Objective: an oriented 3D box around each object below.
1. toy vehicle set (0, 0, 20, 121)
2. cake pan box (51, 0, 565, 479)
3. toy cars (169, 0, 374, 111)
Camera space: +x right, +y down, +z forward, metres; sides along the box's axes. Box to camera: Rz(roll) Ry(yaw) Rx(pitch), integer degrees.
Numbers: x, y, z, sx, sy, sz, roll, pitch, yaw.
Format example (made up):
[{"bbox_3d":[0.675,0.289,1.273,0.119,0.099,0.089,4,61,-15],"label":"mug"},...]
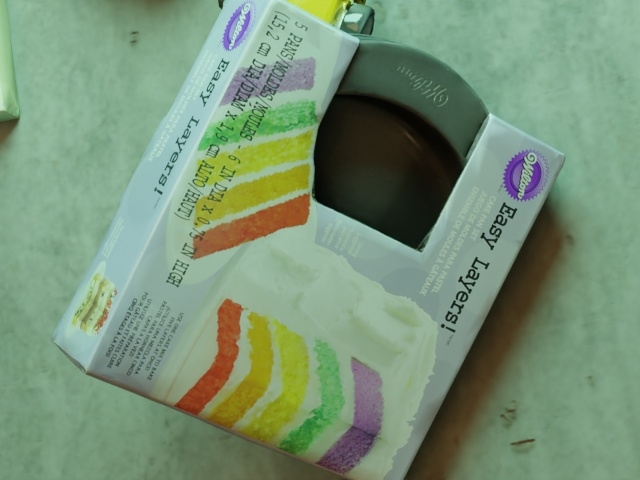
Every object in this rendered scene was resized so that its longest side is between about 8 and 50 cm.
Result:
[{"bbox_3d":[-0.354,-0.146,1.437,0.267,0.035,0.166,-11,83,11],"label":"toy vehicle set"},{"bbox_3d":[0.000,0.000,1.257,0.245,0.070,0.267,27,92,-31],"label":"cake pan box"},{"bbox_3d":[-0.065,-0.200,1.356,0.176,0.087,0.394,-21,78,5],"label":"toy cars"}]
